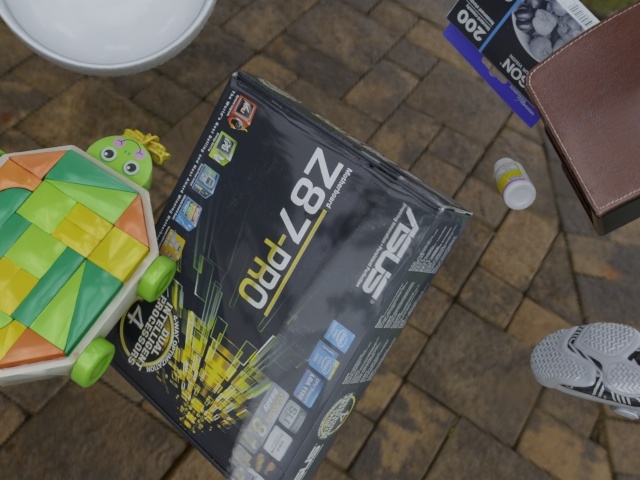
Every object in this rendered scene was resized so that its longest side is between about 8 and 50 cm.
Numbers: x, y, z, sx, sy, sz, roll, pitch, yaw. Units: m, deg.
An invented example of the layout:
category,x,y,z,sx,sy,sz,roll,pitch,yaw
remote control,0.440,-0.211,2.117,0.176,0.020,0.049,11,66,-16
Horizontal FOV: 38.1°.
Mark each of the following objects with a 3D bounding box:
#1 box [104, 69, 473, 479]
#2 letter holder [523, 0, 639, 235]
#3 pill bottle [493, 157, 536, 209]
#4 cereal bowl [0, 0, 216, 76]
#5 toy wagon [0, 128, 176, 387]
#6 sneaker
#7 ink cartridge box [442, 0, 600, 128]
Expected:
category,x,y,z,sx,sy,sz,roll,pitch,yaw
box,-0.060,0.051,1.068,0.318,0.395,0.097,37,14,27
letter holder,0.427,-0.176,1.134,0.301,0.152,0.214,-28,74,12
pill bottle,0.256,-0.078,1.240,0.043,0.043,0.083,9,30,-11
cereal bowl,-0.308,-0.395,1.342,0.339,0.141,0.339,0,85,-6
toy wagon,-0.297,-0.008,1.056,0.267,0.068,0.344,32,67,7
sneaker,0.496,0.246,1.363,0.365,0.210,0.137,3,38,24
ink cartridge box,0.279,-0.285,1.320,0.045,0.208,0.206,-34,78,-37
